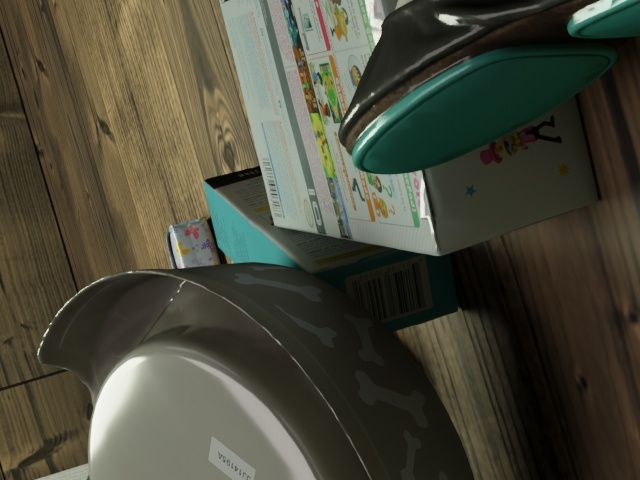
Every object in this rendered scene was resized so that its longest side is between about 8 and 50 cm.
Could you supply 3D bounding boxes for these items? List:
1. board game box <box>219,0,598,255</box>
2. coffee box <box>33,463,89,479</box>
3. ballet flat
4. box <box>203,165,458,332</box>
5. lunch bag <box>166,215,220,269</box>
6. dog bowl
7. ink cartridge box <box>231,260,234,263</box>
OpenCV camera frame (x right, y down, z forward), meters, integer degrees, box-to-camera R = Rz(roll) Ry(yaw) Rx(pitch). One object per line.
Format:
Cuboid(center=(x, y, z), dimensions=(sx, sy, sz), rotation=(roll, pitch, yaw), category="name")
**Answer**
Cuboid(center=(0.028, -0.119, 0.836), dimensions=(0.303, 0.097, 0.224), rotation=(-165, 59, -73), category="board game box")
Cuboid(center=(-0.198, 0.487, 1.733), dimensions=(0.334, 0.337, 0.338), rotation=(-123, 24, -43), category="coffee box")
Cuboid(center=(0.098, -0.109, 0.578), dimensions=(0.280, 0.095, 0.096), rotation=(-24, 70, 53), category="ballet flat")
Cuboid(center=(0.000, 0.000, 1.031), dimensions=(0.244, 0.100, 0.060), rotation=(-141, 38, -64), category="box")
Cuboid(center=(-0.143, 0.016, 1.614), dimensions=(0.083, 0.053, 0.071), rotation=(135, 119, -82), category="lunch bag")
Cuboid(center=(-0.043, 0.172, 0.921), dimensions=(0.349, 0.102, 0.349), rotation=(18, 118, 39), category="dog bowl")
Cuboid(center=(-0.016, 0.156, 1.291), dimensions=(0.385, 0.091, 0.308), rotation=(-91, -6, -65), category="ink cartridge box")
